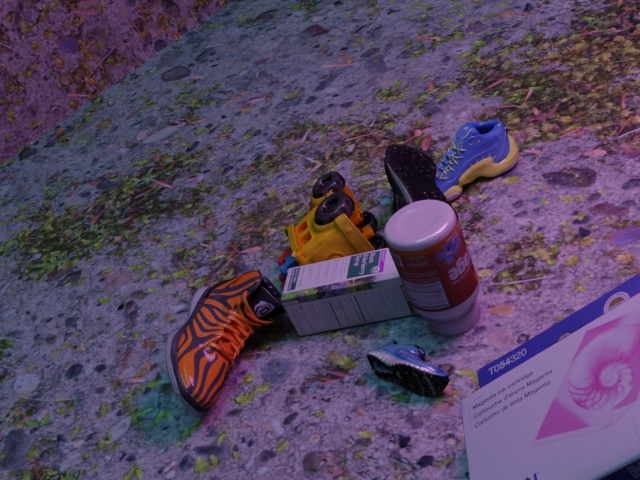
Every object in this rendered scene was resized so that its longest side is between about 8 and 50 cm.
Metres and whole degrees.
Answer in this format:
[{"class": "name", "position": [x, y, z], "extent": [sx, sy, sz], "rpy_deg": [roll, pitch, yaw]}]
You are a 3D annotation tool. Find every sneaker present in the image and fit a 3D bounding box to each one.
[{"class": "sneaker", "position": [0.149, 0.195, 1.783], "extent": [0.073, 0.063, 0.162], "rpy_deg": [-38, 35, -26]}, {"class": "sneaker", "position": [0.265, -0.162, 2.154], "extent": [0.240, 0.126, 0.091], "rpy_deg": [-27, 33, -5]}, {"class": "sneaker", "position": [-0.159, 0.154, 1.949], "extent": [0.180, 0.125, 0.321], "rpy_deg": [-27, 30, 24]}, {"class": "sneaker", "position": [0.162, -0.069, 2.076], "extent": [0.107, 0.124, 0.283], "rpy_deg": [11, 35, -19]}]

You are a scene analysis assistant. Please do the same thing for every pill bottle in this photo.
[{"class": "pill bottle", "position": [0.191, 0.049, 1.818], "extent": [0.121, 0.216, 0.121], "rpy_deg": [-17, 34, 12]}]

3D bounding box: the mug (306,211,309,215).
[{"class": "mug", "position": [0.010, -0.053, 2.227], "extent": [0.078, 0.062, 0.064], "rpy_deg": [9, 53, 49]}]

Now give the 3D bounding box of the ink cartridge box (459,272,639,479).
[{"class": "ink cartridge box", "position": [0.333, 0.211, 1.491], "extent": [0.324, 0.071, 0.330], "rpy_deg": [-37, 33, 27]}]

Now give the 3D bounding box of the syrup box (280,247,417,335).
[{"class": "syrup box", "position": [0.060, 0.088, 1.960], "extent": [0.236, 0.096, 0.093], "rpy_deg": [-13, 35, 19]}]

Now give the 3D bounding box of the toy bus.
[{"class": "toy bus", "position": [0.000, 0.000, 2.102], "extent": [0.211, 0.149, 0.220], "rpy_deg": [-36, 29, 12]}]
